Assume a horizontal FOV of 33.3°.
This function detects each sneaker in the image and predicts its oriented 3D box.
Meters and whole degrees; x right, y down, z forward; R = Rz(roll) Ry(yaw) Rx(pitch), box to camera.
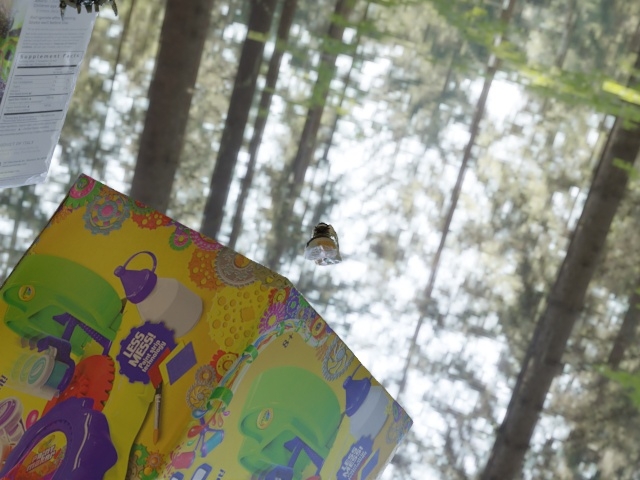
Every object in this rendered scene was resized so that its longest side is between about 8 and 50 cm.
[{"bbox_3d":[0.000,0.000,0.974,0.032,0.036,0.083,-8,169,4],"label":"sneaker"}]

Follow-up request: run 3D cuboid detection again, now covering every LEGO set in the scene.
[{"bbox_3d":[-0.183,-0.211,0.869,0.054,0.083,0.023,25,179,-3],"label":"LEGO set"}]

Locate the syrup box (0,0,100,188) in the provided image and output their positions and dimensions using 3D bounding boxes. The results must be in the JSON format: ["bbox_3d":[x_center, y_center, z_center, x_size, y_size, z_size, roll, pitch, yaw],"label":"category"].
[{"bbox_3d":[-0.277,-0.167,0.952,0.093,0.236,0.096,42,-146,27],"label":"syrup box"}]

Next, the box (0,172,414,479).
[{"bbox_3d":[-0.116,0.163,0.713,0.177,0.290,0.279,26,166,31],"label":"box"}]
